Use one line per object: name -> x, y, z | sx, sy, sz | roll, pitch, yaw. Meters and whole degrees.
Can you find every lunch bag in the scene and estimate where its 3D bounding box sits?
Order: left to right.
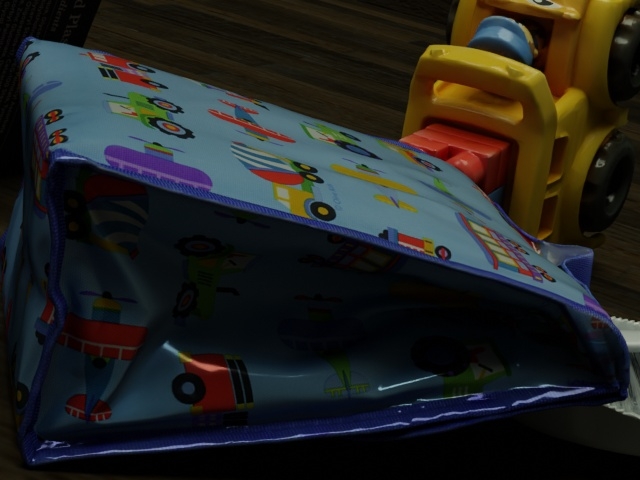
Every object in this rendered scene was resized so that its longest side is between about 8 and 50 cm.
lunch bag -> 0.000, 0.000, 0.646 | 0.293, 0.138, 0.221 | 4, 19, -17

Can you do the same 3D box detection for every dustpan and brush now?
dustpan and brush -> 0.113, 0.058, 0.696 | 0.211, 0.060, 0.147 | 2, 12, 23

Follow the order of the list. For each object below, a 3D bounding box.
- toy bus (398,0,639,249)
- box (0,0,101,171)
toy bus -> 0.121, -0.086, 0.920 | 0.149, 0.220, 0.211 | 20, 24, 30
box -> -0.366, -0.191, 0.817 | 0.343, 0.179, 0.312 | 39, 27, 23
